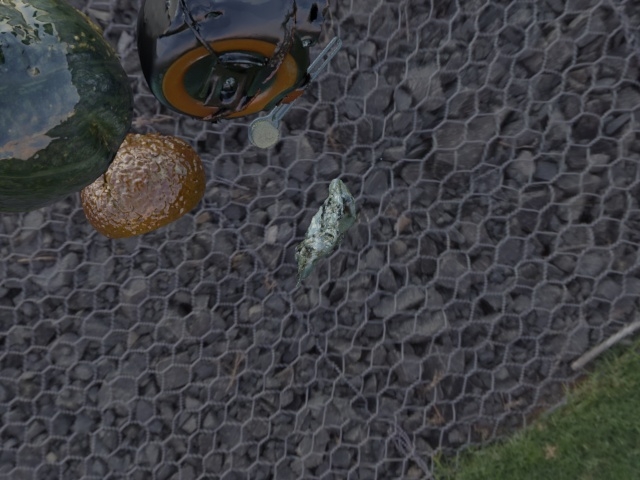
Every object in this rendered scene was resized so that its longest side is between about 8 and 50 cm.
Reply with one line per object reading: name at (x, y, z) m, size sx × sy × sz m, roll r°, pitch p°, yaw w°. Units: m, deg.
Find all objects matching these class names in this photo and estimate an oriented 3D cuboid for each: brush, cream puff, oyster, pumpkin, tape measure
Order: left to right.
pumpkin at (-0.400, -0.186, 0.906) m, size 0.327 × 0.257 × 0.292 m, roll -31°, pitch 86°, yaw 44°
cream puff at (-0.408, -0.139, 1.614) m, size 0.302 × 0.303 × 0.212 m, roll -19°, pitch 110°, yaw 7°
tape measure at (-0.109, -0.231, 0.830) m, size 0.202 × 0.223 × 0.135 m, roll -2°, pitch 64°, yaw -25°
brush at (-0.043, -0.283, 1.344) m, size 0.266 × 0.027 × 0.062 m, roll -51°, pitch 127°, yaw -3°
oyster at (0.002, 0.002, 1.519) m, size 0.087 × 0.252 × 0.199 m, roll 41°, pitch 77°, yaw 16°
